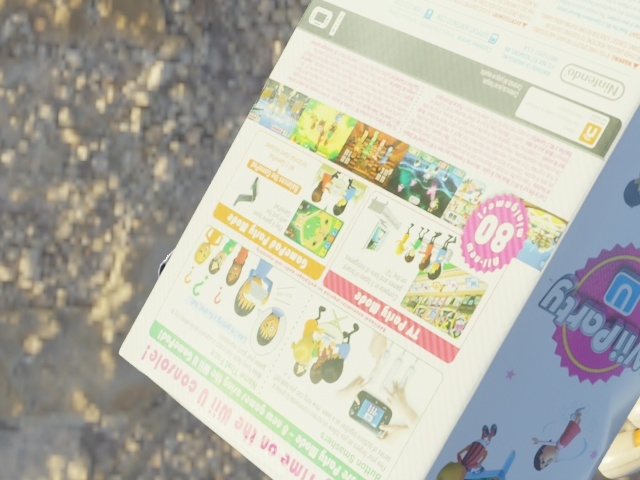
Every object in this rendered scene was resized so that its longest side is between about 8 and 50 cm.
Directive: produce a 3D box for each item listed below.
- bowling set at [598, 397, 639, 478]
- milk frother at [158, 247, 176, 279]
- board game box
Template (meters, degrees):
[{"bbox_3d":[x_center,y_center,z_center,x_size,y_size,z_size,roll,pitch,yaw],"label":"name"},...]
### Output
[{"bbox_3d":[0.331,0.083,1.646,0.154,0.287,0.200,-28,97,32],"label":"bowling set"},{"bbox_3d":[-0.043,-0.015,1.305,0.129,0.135,0.143,6,116,10],"label":"milk frother"},{"bbox_3d":[0.064,-0.023,0.771,0.097,0.224,0.303,29,91,-40],"label":"board game box"}]
